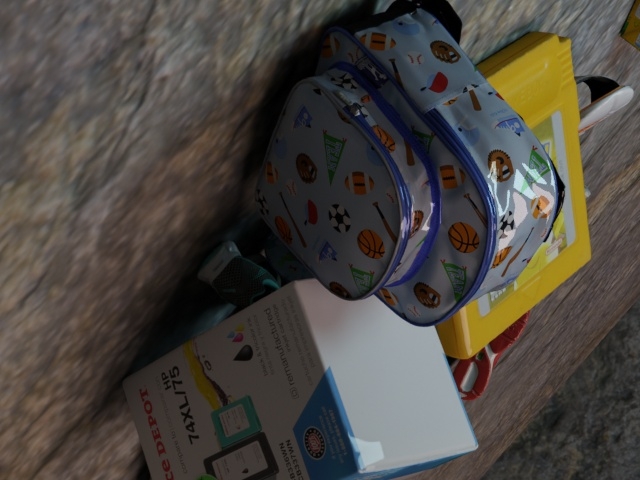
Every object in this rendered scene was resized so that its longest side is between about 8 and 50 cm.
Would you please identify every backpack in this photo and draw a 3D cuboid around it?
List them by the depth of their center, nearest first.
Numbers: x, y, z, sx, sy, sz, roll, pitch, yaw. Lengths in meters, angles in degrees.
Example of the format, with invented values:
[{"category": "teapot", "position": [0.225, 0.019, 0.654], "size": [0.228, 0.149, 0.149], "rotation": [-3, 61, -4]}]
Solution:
[{"category": "backpack", "position": [0.083, -0.058, 1.434], "size": [0.213, 0.263, 0.276], "rotation": [-35, 158, -35]}, {"category": "backpack", "position": [0.000, 0.000, 1.614], "size": [0.114, 0.105, 0.084], "rotation": [-46, 156, 0]}]

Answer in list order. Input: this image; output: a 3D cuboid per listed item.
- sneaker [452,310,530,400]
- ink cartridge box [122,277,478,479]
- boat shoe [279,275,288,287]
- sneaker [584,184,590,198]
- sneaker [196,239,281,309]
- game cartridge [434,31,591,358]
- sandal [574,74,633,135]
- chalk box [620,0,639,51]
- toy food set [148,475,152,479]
[{"category": "sneaker", "position": [0.293, 0.165, 2.683], "size": [0.221, 0.087, 0.128], "rotation": [-58, -179, 12]}, {"category": "ink cartridge box", "position": [-0.025, 0.176, 1.563], "size": [0.270, 0.198, 0.197], "rotation": [-31, 162, 37]}, {"category": "boat shoe", "position": [0.019, 0.017, 1.698], "size": [0.285, 0.103, 0.092], "rotation": [-48, 167, 15]}, {"category": "sneaker", "position": [0.305, -0.062, 2.233], "size": [0.232, 0.090, 0.115], "rotation": [-3, 139, -53]}, {"category": "sneaker", "position": [-0.070, 0.053, 1.599], "size": [0.065, 0.076, 0.166], "rotation": [-50, 162, 6]}, {"category": "game cartridge", "position": [0.223, -0.061, 1.840], "size": [0.285, 0.052, 0.324], "rotation": [-34, 127, -37]}, {"category": "sandal", "position": [0.330, -0.176, 2.079], "size": [0.102, 0.076, 0.265], "rotation": [-28, 177, -16]}, {"category": "chalk box", "position": [0.546, -0.337, 2.137], "size": [0.213, 0.132, 0.132], "rotation": [-35, 157, -32]}, {"category": "toy food set", "position": [-0.094, 0.248, 1.903], "size": [0.306, 0.092, 0.220], "rotation": [-36, 158, -35]}]
